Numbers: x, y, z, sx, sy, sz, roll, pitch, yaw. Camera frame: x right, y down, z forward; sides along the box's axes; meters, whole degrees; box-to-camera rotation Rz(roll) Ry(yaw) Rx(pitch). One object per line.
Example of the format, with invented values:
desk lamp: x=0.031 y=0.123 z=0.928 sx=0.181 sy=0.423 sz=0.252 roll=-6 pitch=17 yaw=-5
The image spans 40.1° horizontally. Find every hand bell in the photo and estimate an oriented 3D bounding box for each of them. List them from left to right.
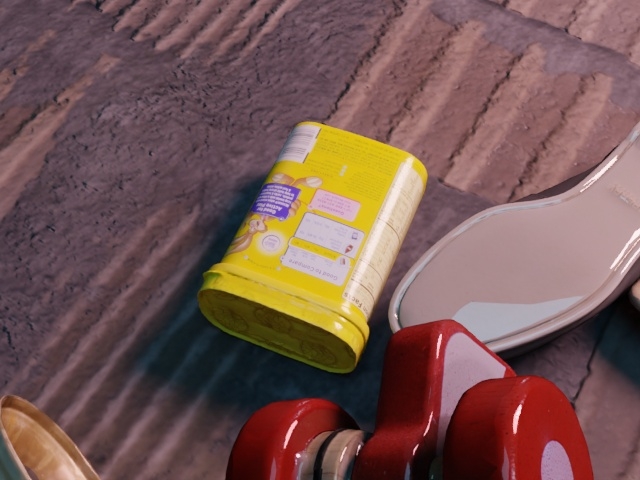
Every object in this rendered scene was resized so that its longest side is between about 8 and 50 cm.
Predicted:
hand bell: x=-0.254 y=0.221 z=0.542 sx=0.242 sy=0.126 sz=0.126 roll=-39 pitch=66 yaw=-6

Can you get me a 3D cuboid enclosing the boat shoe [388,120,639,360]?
boat shoe: x=0.200 y=0.004 z=0.670 sx=0.335 sy=0.095 sz=0.112 roll=-33 pitch=62 yaw=-12

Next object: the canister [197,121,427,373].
canister: x=0.000 y=0.000 z=0.671 sx=0.126 sy=0.073 sz=0.170 roll=20 pitch=60 yaw=11

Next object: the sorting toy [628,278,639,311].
sorting toy: x=0.406 y=0.089 z=0.643 sx=0.229 sy=0.041 sz=0.307 roll=-36 pitch=72 yaw=-16

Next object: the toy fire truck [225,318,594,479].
toy fire truck: x=0.080 y=0.212 z=0.468 sx=0.169 sy=0.254 sz=0.302 roll=-14 pitch=52 yaw=34
